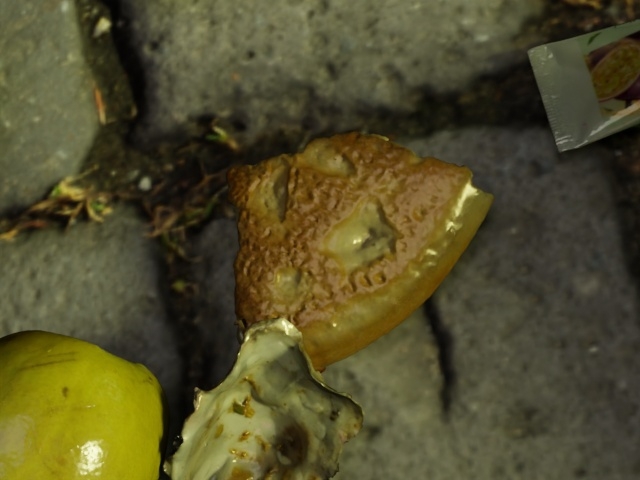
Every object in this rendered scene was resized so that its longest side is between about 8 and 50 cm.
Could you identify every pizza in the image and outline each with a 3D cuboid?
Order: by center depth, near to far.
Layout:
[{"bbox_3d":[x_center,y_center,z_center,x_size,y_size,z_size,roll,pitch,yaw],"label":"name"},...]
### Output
[{"bbox_3d":[0.000,0.000,0.739,0.161,0.062,0.182,38,90,19],"label":"pizza"}]

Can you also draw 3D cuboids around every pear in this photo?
[{"bbox_3d":[-0.171,0.133,0.690,0.149,0.149,0.162,21,71,23],"label":"pear"}]

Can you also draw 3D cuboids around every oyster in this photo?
[{"bbox_3d":[-0.043,0.125,0.701,0.103,0.051,0.148,43,95,-8],"label":"oyster"}]

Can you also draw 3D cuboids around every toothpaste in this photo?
[{"bbox_3d":[0.289,-0.135,0.703,0.314,0.056,0.058,-17,22,12],"label":"toothpaste"}]
